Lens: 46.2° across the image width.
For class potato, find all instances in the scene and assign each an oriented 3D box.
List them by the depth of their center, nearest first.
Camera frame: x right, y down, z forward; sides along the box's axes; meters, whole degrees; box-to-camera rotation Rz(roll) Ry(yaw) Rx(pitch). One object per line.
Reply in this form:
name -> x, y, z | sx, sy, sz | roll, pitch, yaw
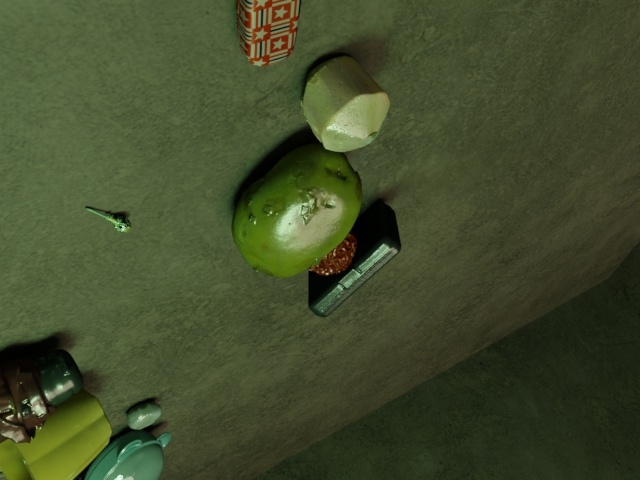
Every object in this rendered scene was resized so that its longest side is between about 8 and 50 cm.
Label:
potato -> -0.038, -0.042, 1.201 | 0.186, 0.148, 0.253 | -9, 139, -40

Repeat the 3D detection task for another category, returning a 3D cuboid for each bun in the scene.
bun -> -0.409, 0.401, 1.733 | 0.083, 0.045, 0.083 | -30, 158, -13

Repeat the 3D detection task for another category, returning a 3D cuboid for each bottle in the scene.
bottle -> -0.524, 0.276, 1.230 | 0.271, 0.143, 0.156 | -25, 156, -19

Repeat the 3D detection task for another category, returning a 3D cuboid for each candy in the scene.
candy -> -0.302, -0.033, 1.064 | 0.023, 0.025, 0.083 | -8, 156, 31

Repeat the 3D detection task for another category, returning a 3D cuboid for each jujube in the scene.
jujube -> 0.000, 0.000, 1.383 | 0.109, 0.112, 0.176 | -26, 156, 16

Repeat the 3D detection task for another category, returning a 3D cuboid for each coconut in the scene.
coconut -> 0.036, -0.183, 1.056 | 0.116, 0.122, 0.116 | -27, 155, -14

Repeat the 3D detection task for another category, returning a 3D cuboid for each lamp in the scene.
lamp -> -0.498, 0.586, 1.853 | 0.284, 0.147, 0.209 | -39, 158, 15

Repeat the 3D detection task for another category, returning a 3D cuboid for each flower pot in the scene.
flower pot -> -0.502, 0.367, 1.404 | 0.179, 0.195, 0.195 | -30, 160, -40

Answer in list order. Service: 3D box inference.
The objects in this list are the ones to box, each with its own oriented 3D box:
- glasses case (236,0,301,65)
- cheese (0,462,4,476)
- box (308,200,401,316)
glasses case -> -0.060, -0.278, 0.845 | 0.073, 0.049, 0.194 | -21, 154, -21
cheese -> -0.647, 0.406, 1.400 | 0.034, 0.085, 0.400 | -21, 161, 19
box -> 0.063, 0.036, 1.497 | 0.050, 0.160, 0.230 | 36, 116, -22
